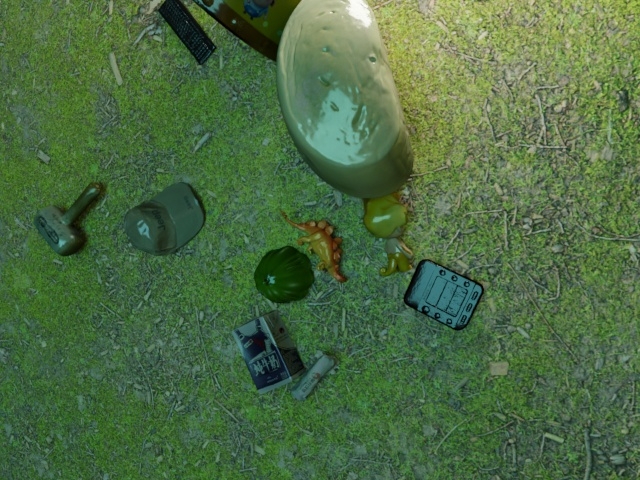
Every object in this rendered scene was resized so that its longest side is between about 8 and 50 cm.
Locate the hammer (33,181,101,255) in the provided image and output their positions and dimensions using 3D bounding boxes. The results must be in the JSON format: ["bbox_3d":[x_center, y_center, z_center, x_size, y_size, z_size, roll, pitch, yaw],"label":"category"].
[{"bbox_3d":[-0.895,-0.101,1.877,0.305,0.113,0.202,-45,81,15],"label":"hammer"}]

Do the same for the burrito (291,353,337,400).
[{"bbox_3d":[-0.020,0.417,1.589,0.064,0.064,0.203,41,111,13],"label":"burrito"}]

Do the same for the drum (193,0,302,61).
[{"bbox_3d":[-0.182,-0.672,1.347,0.431,0.431,0.214,46,110,12],"label":"drum"}]

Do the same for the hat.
[{"bbox_3d":[-0.525,-0.076,1.710,0.245,0.149,0.214,-39,81,32],"label":"hat"}]

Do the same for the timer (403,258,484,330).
[{"bbox_3d":[0.335,0.148,1.417,0.187,0.055,0.144,27,103,22],"label":"timer"}]

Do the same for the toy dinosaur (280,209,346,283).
[{"bbox_3d":[0.000,0.000,1.532,0.117,0.070,0.288,-36,85,11],"label":"toy dinosaur"}]

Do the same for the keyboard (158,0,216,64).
[{"bbox_3d":[-0.428,-0.682,1.660,0.087,0.017,0.250,-41,79,23],"label":"keyboard"}]

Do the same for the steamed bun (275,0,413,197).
[{"bbox_3d":[0.045,-0.337,1.278,0.290,0.371,0.455,-15,76,12],"label":"steamed bun"}]

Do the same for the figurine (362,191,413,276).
[{"bbox_3d":[0.186,-0.028,1.428,0.156,0.131,0.246,-10,102,57],"label":"figurine"}]

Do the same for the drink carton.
[{"bbox_3d":[-0.162,0.345,1.620,0.134,0.102,0.222,-28,83,25],"label":"drink carton"}]

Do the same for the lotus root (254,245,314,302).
[{"bbox_3d":[-0.131,0.113,1.543,0.186,0.186,0.186,3,97,22],"label":"lotus root"}]
